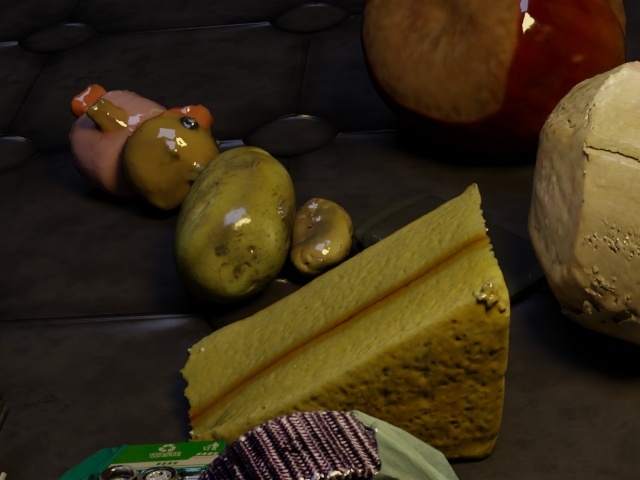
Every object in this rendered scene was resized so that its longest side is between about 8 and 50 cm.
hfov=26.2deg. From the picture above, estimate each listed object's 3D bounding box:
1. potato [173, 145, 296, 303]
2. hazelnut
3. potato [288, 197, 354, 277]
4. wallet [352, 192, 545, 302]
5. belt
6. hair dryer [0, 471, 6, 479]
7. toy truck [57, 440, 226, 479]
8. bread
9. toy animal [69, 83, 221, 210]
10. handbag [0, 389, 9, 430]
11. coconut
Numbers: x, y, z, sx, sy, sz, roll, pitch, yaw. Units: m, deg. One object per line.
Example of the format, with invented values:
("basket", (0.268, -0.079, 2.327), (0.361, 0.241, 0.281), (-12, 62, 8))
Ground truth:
("potato", (-0.111, -0.020, 1.828), (0.149, 0.197, 0.228), (22, 13, -18))
("hazelnut", (0.269, -0.309, 2.074), (0.409, 0.359, 0.359), (25, 43, 31))
("potato", (0.000, 0.000, 1.859), (0.092, 0.070, 0.138), (-17, 37, 18))
("wallet", (0.180, 0.016, 1.826), (0.245, 0.052, 0.169), (29, 42, 36))
("belt", (0.014, 0.280, 1.137), (0.260, 0.324, 0.122), (-33, 36, -6))
("hair dryer", (-0.346, 0.299, 1.390), (0.072, 0.124, 0.219), (-4, 27, 4))
("toy truck", (-0.140, 0.268, 1.412), (0.254, 0.114, 0.124), (-4, 20, 4))
("bread", (0.012, 0.104, 1.533), (0.362, 0.244, 0.233), (-3, 32, -1))
("toy animal", (-0.258, -0.136, 2.065), (0.281, 0.195, 0.169), (15, 76, 38))
("handbag", (-0.507, 0.249, 1.472), (0.342, 0.152, 0.288), (-10, 18, 24))
("coconut", (0.409, -0.034, 1.605), (0.353, 0.352, 0.352), (-5, 31, 3))
